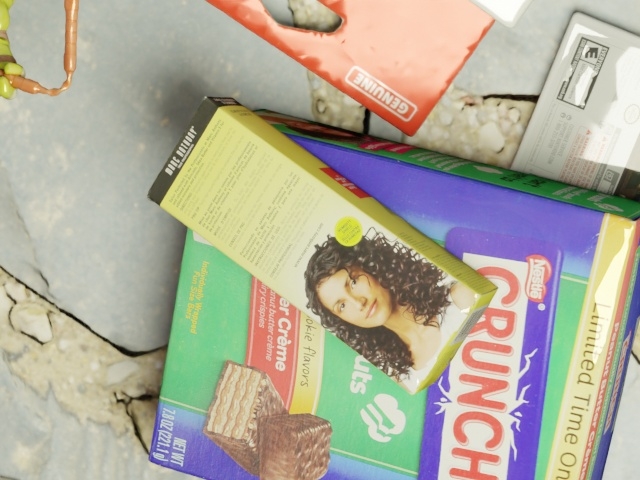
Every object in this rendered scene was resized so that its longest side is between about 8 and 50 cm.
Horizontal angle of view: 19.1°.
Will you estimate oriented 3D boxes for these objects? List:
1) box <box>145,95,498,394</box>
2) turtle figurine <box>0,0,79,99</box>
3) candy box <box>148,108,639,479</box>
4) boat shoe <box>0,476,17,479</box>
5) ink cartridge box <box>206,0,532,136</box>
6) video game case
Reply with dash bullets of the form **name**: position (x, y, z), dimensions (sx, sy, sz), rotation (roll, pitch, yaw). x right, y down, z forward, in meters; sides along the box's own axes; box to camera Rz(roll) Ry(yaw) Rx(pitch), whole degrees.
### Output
- **box**: position (0.000, 0.000, 1.281), dimensions (0.232, 0.058, 0.087), rotation (35, 105, 14)
- **turtle figurine**: position (-0.282, -0.205, 1.425), dimensions (0.217, 0.087, 0.270), rotation (-19, 77, 12)
- **candy box**: position (0.058, 0.069, 1.367), dimensions (0.317, 0.122, 0.268), rotation (14, 103, 16)
- **boat shoe**: position (-0.193, 0.303, 1.457), dimensions (0.340, 0.158, 0.127), rotation (28, 104, 6)
- **ink cartridge box**: position (0.026, -0.232, 1.335), dimensions (0.275, 0.060, 0.239), rotation (33, 104, -11)
- **video game case**: position (0.228, -0.046, 1.378), dimensions (0.173, 0.022, 0.190), rotation (23, 103, 8)
